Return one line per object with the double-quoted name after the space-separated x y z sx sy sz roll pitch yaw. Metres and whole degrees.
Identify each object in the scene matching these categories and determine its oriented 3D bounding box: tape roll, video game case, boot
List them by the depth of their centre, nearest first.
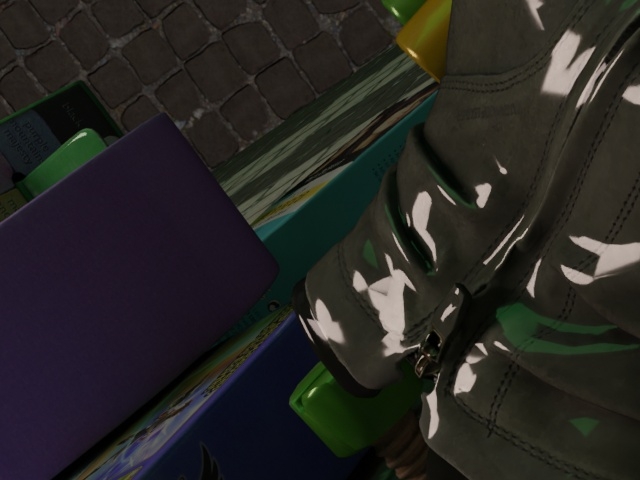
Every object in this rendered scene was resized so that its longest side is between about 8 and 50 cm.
0.098 0.007 0.363 0.246 0.083 0.161 35 110 48 "boot"
-0.117 0.143 0.626 0.244 0.061 0.269 -33 8 39 "video game case"
-0.153 0.059 0.759 0.275 0.090 0.275 -36 6 4 "tape roll"

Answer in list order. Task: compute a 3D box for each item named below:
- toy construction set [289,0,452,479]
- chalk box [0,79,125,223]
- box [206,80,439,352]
0.088 -0.129 0.517 0.309 0.237 0.257 -39 8 34 "toy construction set"
-0.194 0.035 1.082 0.179 0.180 0.289 -34 -2 -42 "chalk box"
0.000 0.000 0.999 0.244 0.060 0.100 -41 9 -30 "box"
